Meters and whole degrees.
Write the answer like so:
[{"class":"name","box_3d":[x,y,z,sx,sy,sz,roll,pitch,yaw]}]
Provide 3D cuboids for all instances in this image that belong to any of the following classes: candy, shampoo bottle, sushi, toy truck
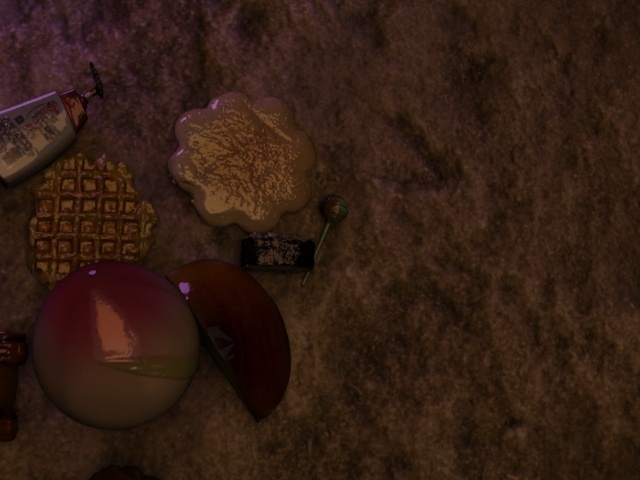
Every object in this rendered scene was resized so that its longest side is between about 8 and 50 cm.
[{"class":"candy","box_3d":[0.000,0.000,2.018,0.061,0.061,0.203,24,86,-11]},{"class":"shampoo bottle","box_3d":[-0.534,-0.232,1.891,0.284,0.071,0.153,-37,92,-19]},{"class":"sushi","box_3d":[-0.085,0.025,1.965,0.150,0.090,0.078,4,79,-11]},{"class":"toy truck","box_3d":[-0.652,0.247,1.703,0.211,0.288,0.205,3,82,11]}]

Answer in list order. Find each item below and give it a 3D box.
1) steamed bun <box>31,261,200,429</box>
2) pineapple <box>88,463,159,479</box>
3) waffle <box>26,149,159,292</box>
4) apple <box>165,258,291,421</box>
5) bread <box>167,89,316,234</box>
[{"class":"steamed bun","box_3d":[-0.360,0.158,1.701,0.309,0.309,0.310,2,82,-15]},{"class":"pineapple","box_3d":[-0.289,0.571,1.775,0.357,0.222,0.223,42,73,-32]},{"class":"waffle","box_3d":[-0.453,-0.029,1.890,0.280,0.060,0.262,-43,93,-17]},{"class":"apple","box_3d":[-0.163,0.186,1.891,0.346,0.179,0.254,59,35,-2]},{"class":"bread","box_3d":[-0.153,-0.161,1.991,0.315,0.054,0.316,3,80,-15]}]
